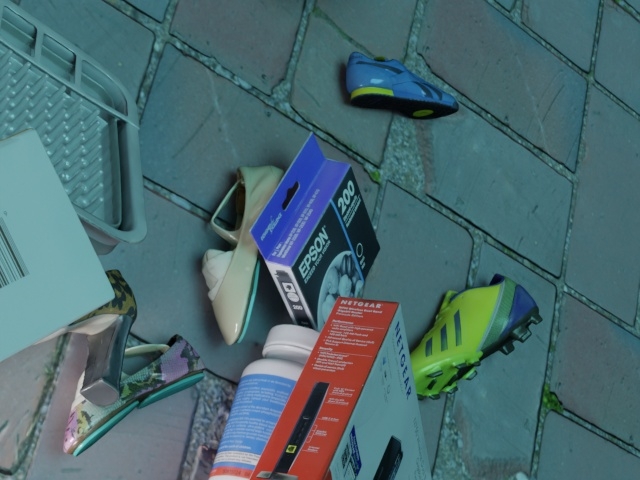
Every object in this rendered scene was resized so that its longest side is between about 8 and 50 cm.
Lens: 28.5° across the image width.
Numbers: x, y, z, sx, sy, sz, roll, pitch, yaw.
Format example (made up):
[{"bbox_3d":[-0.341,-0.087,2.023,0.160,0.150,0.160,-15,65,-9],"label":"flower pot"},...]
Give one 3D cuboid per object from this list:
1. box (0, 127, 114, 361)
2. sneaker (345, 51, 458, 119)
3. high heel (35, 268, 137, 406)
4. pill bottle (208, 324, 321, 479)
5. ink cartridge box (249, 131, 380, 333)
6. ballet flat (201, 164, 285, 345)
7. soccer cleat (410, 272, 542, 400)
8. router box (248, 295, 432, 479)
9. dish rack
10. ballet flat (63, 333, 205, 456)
[{"bbox_3d":[-0.385,0.050,1.137,0.215,0.345,0.168,-31,99,-42],"label":"box"},{"bbox_3d":[0.123,-0.229,1.840,0.209,0.069,0.082,8,70,-39],"label":"sneaker"},{"bbox_3d":[-0.288,0.036,1.358,0.186,0.093,0.261,-93,156,-50],"label":"high heel"},{"bbox_3d":[-0.050,0.219,1.532,0.124,0.124,0.222,33,59,-30],"label":"pill bottle"},{"bbox_3d":[0.000,0.000,1.626,0.206,0.045,0.208,-61,139,-41],"label":"ink cartridge box"},{"bbox_3d":[-0.107,0.011,1.580,0.086,0.086,0.249,33,58,-30],"label":"ballet flat"},{"bbox_3d":[0.197,0.135,1.812,0.289,0.093,0.121,-26,66,-38],"label":"soccer cleat"},{"bbox_3d":[0.035,0.288,1.480,0.301,0.082,0.336,-62,149,-44],"label":"router box"},{"bbox_3d":[-0.319,-0.131,1.342,0.285,0.072,0.333,35,24,-32],"label":"dish rack"},{"bbox_3d":[-0.225,0.168,1.438,0.221,0.077,0.079,-29,80,-46],"label":"ballet flat"}]
